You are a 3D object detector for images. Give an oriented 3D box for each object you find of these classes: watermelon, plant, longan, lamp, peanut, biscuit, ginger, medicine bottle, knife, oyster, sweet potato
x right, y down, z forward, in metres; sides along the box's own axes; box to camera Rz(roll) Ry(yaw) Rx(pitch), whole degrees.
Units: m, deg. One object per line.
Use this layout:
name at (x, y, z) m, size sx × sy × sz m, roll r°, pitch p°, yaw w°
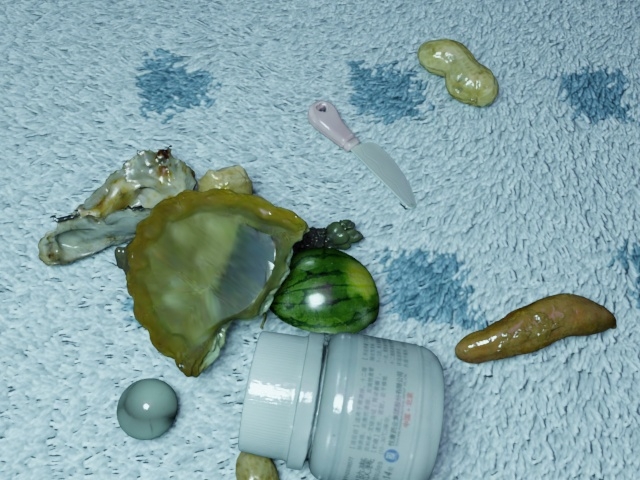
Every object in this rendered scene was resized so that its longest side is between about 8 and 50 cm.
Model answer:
watermelon at (0.002, 0.081, 1.140) m, size 0.232 × 0.127 × 0.204 m, roll 6°, pitch 26°, yaw -11°
plant at (0.000, 0.000, 1.247) m, size 0.174 × 0.087 × 0.085 m, roll -17°, pitch 96°, yaw -7°
longan at (-0.337, 0.039, 1.178) m, size 0.119 × 0.106 × 0.106 m, roll 9°, pitch 62°, yaw -21°
lamp at (-0.299, 0.292, 1.058) m, size 0.105 × 0.105 × 0.105 m, roll 2°, pitch 64°, yaw -4°
peanut at (0.330, -0.406, 1.463) m, size 0.103 × 0.098 × 0.229 m, roll -20°, pitch 61°, yaw -43°
biscuit at (-0.187, 0.069, 1.061) m, size 0.329 × 0.078 × 0.335 m, roll 1°, pitch 81°, yaw 9°
ginger at (-0.198, 0.025, 1.176) m, size 0.126 × 0.190 × 0.354 m, roll 7°, pitch 71°, yaw 29°
medicine bottle at (0.032, 0.275, 1.017) m, size 0.306 × 0.245 × 0.245 m, roll 10°, pitch 63°, yaw 1°
knife at (0.102, -0.197, 1.380) m, size 0.336 × 0.043 × 0.081 m, roll 45°, pitch 62°, yaw 9°
oyster at (-0.398, -0.053, 1.191) m, size 0.337 × 0.133 × 0.198 m, roll -29°, pitch 36°, yaw -12°
peanut at (-0.116, 0.437, 1.017) m, size 0.089 × 0.089 × 0.192 m, roll 10°, pitch 59°, yaw 0°
sweet potato at (0.429, 0.162, 1.189) m, size 0.355 × 0.106 × 0.095 m, roll -10°, pitch 31°, yaw -11°
